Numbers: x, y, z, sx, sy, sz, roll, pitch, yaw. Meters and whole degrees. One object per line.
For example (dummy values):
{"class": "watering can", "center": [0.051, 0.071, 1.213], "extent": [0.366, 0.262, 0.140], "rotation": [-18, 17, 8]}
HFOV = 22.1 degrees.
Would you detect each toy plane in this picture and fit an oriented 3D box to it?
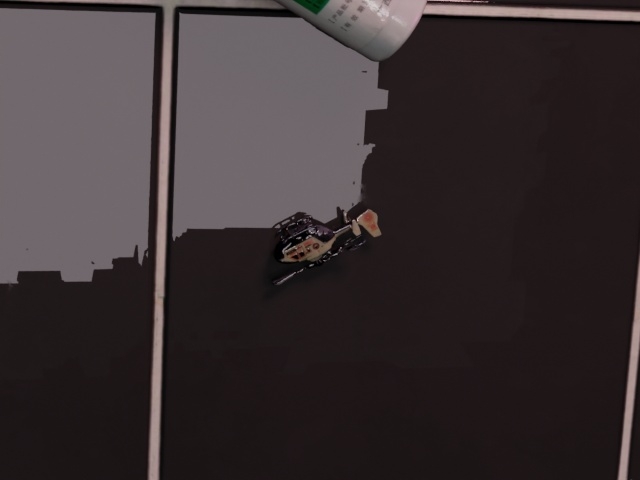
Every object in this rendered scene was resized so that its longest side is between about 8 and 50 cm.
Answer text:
{"class": "toy plane", "center": [0.000, 0.000, 1.585], "extent": [0.121, 0.031, 0.049], "rotation": [-27, 113, -5]}

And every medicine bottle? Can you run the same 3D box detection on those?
{"class": "medicine bottle", "center": [-0.029, -0.262, 1.484], "extent": [0.260, 0.095, 0.095], "rotation": [28, 95, -19]}
